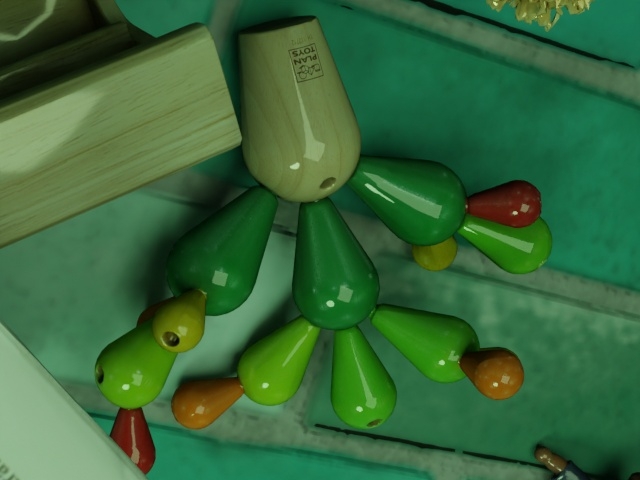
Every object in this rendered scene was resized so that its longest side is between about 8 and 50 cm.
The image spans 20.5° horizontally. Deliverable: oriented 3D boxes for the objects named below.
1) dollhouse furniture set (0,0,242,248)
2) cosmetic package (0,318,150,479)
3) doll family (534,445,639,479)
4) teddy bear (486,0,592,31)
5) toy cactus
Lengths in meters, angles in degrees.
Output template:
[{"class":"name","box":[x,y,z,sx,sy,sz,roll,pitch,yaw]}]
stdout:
[{"class":"dollhouse furniture set","box":[-0.134,-0.137,0.566,0.212,0.161,0.242,-25,118,-18]},{"class":"cosmetic package","box":[-0.263,0.192,0.528,0.453,0.230,0.161,-46,119,-15]},{"class":"doll family","box":[0.138,0.196,0.860,0.111,0.076,0.193,-19,99,-9]},{"class":"teddy bear","box":[0.113,-0.218,0.713,0.338,0.113,0.245,-23,124,-27]},{"class":"toy cactus","box":[0.000,0.000,0.733,0.219,0.112,0.180,-16,105,-13]}]
